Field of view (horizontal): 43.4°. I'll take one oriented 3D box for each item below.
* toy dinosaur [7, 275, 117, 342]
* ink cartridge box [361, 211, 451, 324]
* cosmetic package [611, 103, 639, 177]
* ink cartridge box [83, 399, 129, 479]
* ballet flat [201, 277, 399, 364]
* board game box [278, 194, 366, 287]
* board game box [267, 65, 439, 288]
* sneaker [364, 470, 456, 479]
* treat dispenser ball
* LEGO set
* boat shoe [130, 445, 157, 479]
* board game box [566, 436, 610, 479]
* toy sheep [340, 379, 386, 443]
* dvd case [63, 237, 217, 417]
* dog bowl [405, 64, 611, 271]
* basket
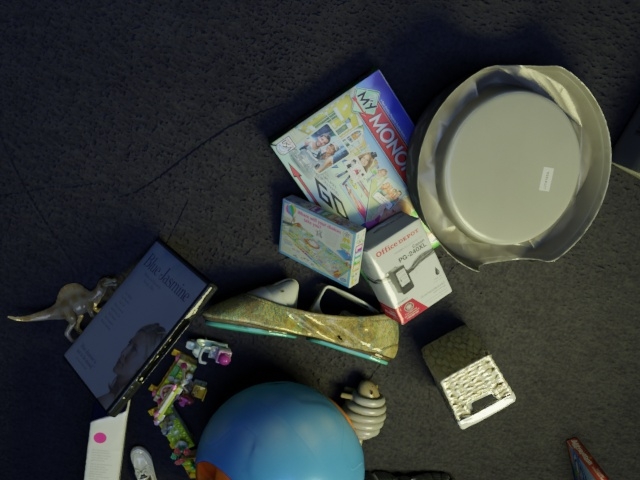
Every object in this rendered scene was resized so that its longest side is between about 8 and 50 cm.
[{"bbox_3d":[-0.419,0.121,1.354,0.183,0.053,0.092,-24,96,-8],"label":"toy dinosaur"},{"bbox_3d":[0.135,0.045,1.335,0.109,0.063,0.150,-32,112,-13],"label":"ink cartridge box"},{"bbox_3d":[0.711,-0.129,1.375,0.366,0.155,0.197,23,102,-15],"label":"cosmetic package"},{"bbox_3d":[-0.362,0.353,1.368,0.069,0.176,0.370,10,107,-12],"label":"ink cartridge box"},{"bbox_3d":[-0.026,0.126,1.384,0.349,0.123,0.123,14,107,-13],"label":"ballet flat"},{"bbox_3d":[0.000,0.000,1.315,0.026,0.154,0.103,-28,134,-45],"label":"board game box"},{"bbox_3d":[0.088,-0.099,1.347,0.213,0.046,0.317,-34,111,5],"label":"board game box"},{"bbox_3d":[0.143,0.520,1.550,0.275,0.107,0.110,5,117,-11],"label":"sneaker"},{"bbox_3d":[-0.068,0.385,1.365,0.288,0.288,0.288,-3,110,-8],"label":"treat dispenser ball"},{"bbox_3d":[-0.241,0.312,1.409,0.132,0.107,0.287,8,108,-11],"label":"LEGO set"},{"bbox_3d":[-0.324,0.425,1.475,0.035,0.035,0.100,-12,111,-4],"label":"boat shoe"},{"bbox_3d":[0.552,0.546,1.595,0.027,0.145,0.281,-18,112,-3],"label":"board game box"},{"bbox_3d":[0.077,0.318,1.474,0.091,0.091,0.132,6,103,-11],"label":"toy sheep"},{"bbox_3d":[-0.290,0.132,1.274,0.253,0.180,0.022,-52,135,-6],"label":"dvd case"},{"bbox_3d":[0.297,-0.121,1.311,0.349,0.102,0.348,-5,105,-18],"label":"dog bowl"},{"bbox_3d":[0.256,0.237,1.432,0.113,0.167,0.103,-29,105,2],"label":"basket"}]
